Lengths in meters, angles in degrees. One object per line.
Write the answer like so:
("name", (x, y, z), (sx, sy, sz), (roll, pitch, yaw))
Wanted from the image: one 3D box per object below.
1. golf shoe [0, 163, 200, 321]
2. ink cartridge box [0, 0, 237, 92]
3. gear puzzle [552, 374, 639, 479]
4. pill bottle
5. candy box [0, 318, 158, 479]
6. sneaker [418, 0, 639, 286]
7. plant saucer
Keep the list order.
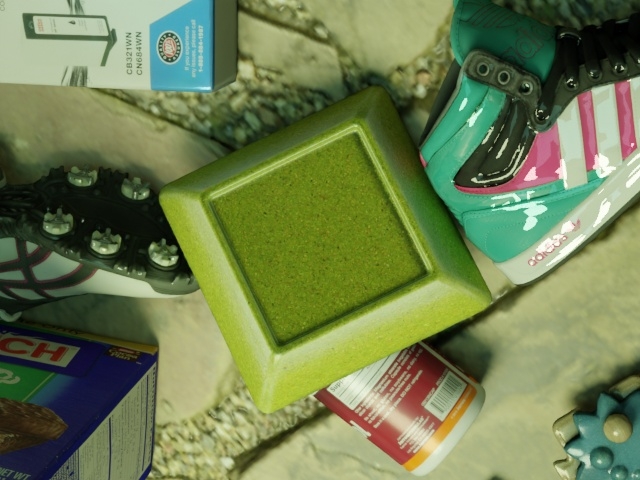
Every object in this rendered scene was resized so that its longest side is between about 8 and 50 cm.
("golf shoe", (-0.213, 0.005, 1.184), (0.273, 0.105, 0.120), (14, 128, 7))
("ink cartridge box", (-0.167, -0.187, 1.119), (0.203, 0.086, 0.148), (3, 104, 9))
("gear puzzle", (0.319, 0.241, 1.139), (0.175, 0.044, 0.339), (-32, 96, 6))
("pill bottle", (0.041, 0.100, 1.150), (0.152, 0.086, 0.086), (38, 107, 1))
("candy box", (-0.285, 0.148, 1.104), (0.268, 0.317, 0.122), (10, 104, 7))
("sneaker", (0.174, -0.125, 1.056), (0.178, 0.124, 0.295), (40, 109, -11))
("plant saucer", (0.000, 0.000, 1.100), (0.188, 0.045, 0.188), (-26, 78, -1))
